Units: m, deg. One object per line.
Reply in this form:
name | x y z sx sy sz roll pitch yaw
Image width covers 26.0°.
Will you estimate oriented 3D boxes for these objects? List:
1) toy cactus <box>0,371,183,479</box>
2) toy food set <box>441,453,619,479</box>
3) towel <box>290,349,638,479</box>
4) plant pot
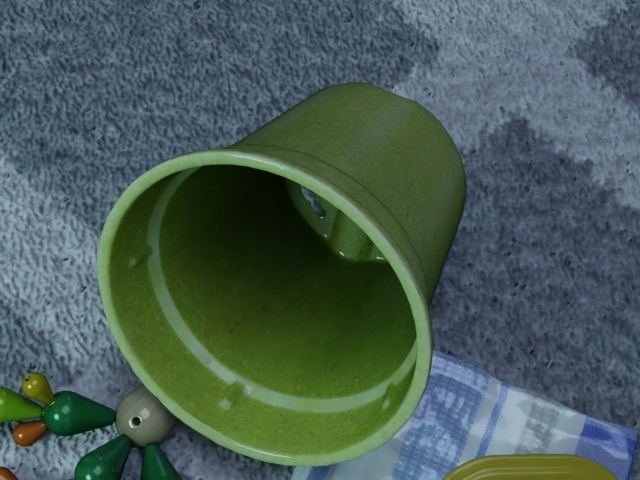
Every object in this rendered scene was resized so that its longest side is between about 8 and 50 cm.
toy cactus | -0.169 0.165 1.124 0.219 0.112 0.180 29 51 15
toy food set | 0.182 0.234 1.135 0.217 0.071 0.128 2 90 -8
towel | 0.122 0.201 1.187 0.285 0.034 0.209 23 62 2
plant pot | 0.000 0.000 1.139 0.276 0.276 0.254 31 37 6
